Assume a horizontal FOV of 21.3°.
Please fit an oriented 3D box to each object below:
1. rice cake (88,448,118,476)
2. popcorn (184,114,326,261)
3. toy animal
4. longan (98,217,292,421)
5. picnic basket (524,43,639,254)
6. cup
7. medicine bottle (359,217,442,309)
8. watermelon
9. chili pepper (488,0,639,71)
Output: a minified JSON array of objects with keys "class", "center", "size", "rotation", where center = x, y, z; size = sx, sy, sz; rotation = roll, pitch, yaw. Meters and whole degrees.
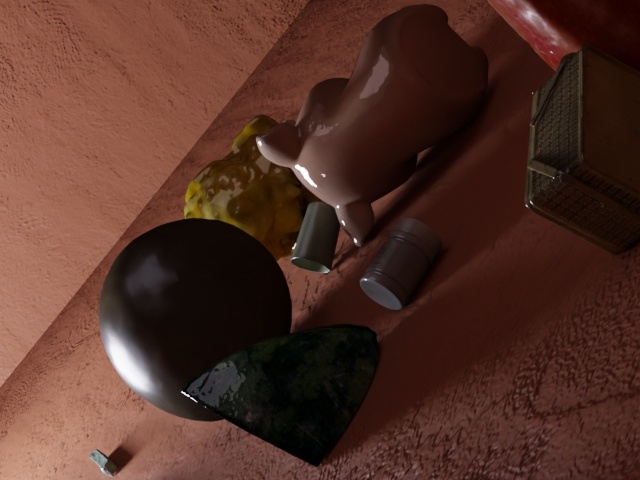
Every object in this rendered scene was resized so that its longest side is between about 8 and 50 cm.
[{"class":"rice cake","center":[-0.316,0.324,2.482],"size":[0.021,0.022,0.121],"rotation":[-53,14,-9]},{"class":"popcorn","center":[-0.083,-0.054,2.452],"size":[0.253,0.190,0.191],"rotation":[-38,45,4]},{"class":"toy animal","center":[0.075,-0.167,2.202],"size":[0.256,0.195,0.213],"rotation":[-46,6,27]},{"class":"longan","center":[-0.153,0.100,2.133],"size":[0.258,0.258,0.258],"rotation":[-46,14,15]},{"class":"picnic basket","center":[0.250,-0.081,1.512],"size":[0.079,0.115,0.164],"rotation":[-42,28,44]},{"class":"cup","center":[0.003,0.000,2.249],"size":[0.054,0.075,0.083],"rotation":[0,68,42]},{"class":"medicine bottle","center":[0.091,0.026,1.908],"size":[0.091,0.058,0.058],"rotation":[-55,15,-21]},{"class":"watermelon","center":[-0.037,0.152,1.868],"size":[0.207,0.136,0.202],"rotation":[-41,13,-30]},{"class":"chili pepper","center":[0.277,-0.282,1.628],"size":[0.251,0.305,0.229],"rotation":[-51,16,-15]}]
